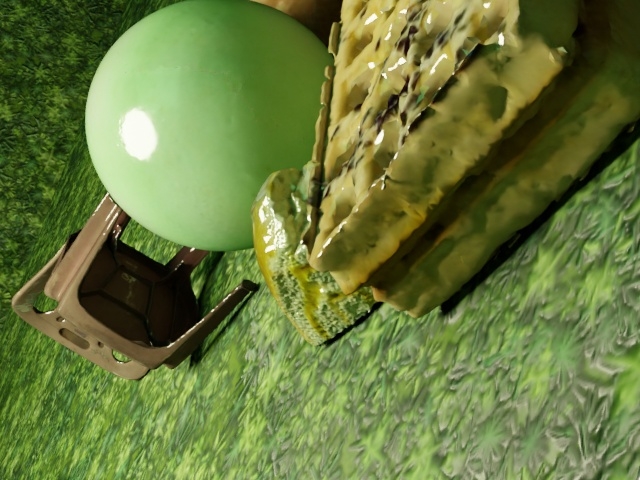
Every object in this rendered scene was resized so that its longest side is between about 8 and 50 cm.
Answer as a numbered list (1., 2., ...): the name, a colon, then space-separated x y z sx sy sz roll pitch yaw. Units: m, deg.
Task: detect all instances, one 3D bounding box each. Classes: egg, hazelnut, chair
1. egg: -0.092 -0.102 1.122 0.269 0.220 0.220 21 86 51
2. hazelnut: -0.020 -0.219 1.263 0.150 0.150 0.150 -53 21 32
3. chair: -0.212 0.062 1.339 0.326 0.175 0.183 -50 15 30

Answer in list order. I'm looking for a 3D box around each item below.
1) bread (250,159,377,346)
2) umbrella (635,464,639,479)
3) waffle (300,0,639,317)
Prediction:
1. bread: -0.004 0.002 0.948 0.156 0.110 0.103 -48 30 43
2. umbrella: 0.133 0.138 0.415 0.143 0.094 0.349 3 67 66
3. waffle: 0.098 -0.158 0.855 0.261 0.114 0.376 -47 26 43
